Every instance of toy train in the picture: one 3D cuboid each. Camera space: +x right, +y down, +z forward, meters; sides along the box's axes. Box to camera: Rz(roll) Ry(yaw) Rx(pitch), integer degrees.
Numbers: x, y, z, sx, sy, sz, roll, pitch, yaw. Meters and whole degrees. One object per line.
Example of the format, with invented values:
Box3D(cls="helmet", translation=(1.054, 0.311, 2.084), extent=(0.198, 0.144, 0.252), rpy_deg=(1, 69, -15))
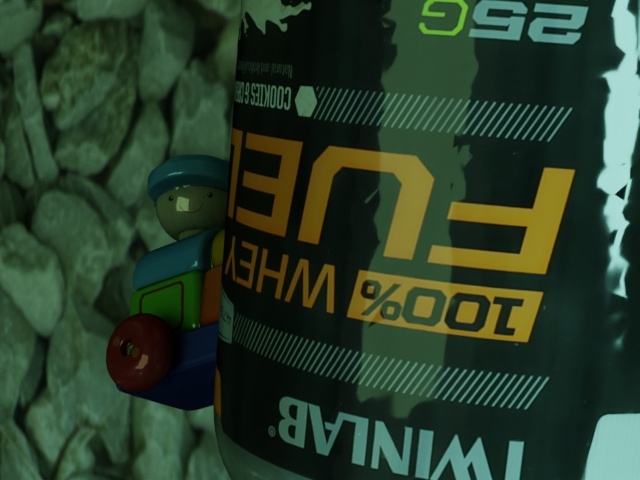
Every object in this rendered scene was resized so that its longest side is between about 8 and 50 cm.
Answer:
Box3D(cls="toy train", translation=(0.000, 0.000, 0.643), extent=(0.248, 0.105, 0.143), rpy_deg=(-20, 61, 33))

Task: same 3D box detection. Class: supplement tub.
Box3D(cls="supplement tub", translation=(0.062, -0.012, 0.443), extent=(0.194, 0.194, 0.315), rpy_deg=(10, 100, 39))
